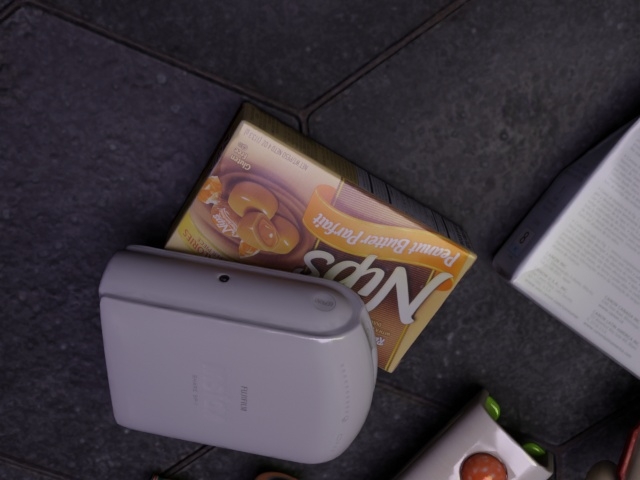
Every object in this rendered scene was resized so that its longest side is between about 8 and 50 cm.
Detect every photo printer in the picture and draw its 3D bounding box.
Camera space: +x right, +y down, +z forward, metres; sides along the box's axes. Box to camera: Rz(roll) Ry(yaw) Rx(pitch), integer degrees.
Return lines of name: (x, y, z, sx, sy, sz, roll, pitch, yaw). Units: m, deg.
photo printer: (-0.089, 0.139, 1.201, 0.307, 0.107, 0.256, 10, 134, 5)

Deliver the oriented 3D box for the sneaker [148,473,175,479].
sneaker: (-0.203, 0.387, 1.379, 0.075, 0.057, 0.161, 11, 107, -1)

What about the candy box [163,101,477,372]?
candy box: (0.000, 0.000, 1.224, 0.316, 0.087, 0.183, 29, 110, -14)

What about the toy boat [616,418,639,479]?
toy boat: (0.469, 0.293, 1.294, 0.231, 0.151, 0.151, 20, 86, -5)

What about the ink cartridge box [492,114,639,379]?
ink cartridge box: (0.443, -0.027, 1.255, 0.308, 0.091, 0.385, 35, 97, -15)

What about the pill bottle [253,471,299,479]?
pill bottle: (-0.087, 0.424, 1.362, 0.130, 0.130, 0.246, 18, 108, -10)

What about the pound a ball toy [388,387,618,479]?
pound a ball toy: (0.197, 0.343, 1.310, 0.208, 0.136, 0.319, 45, 104, 5)
